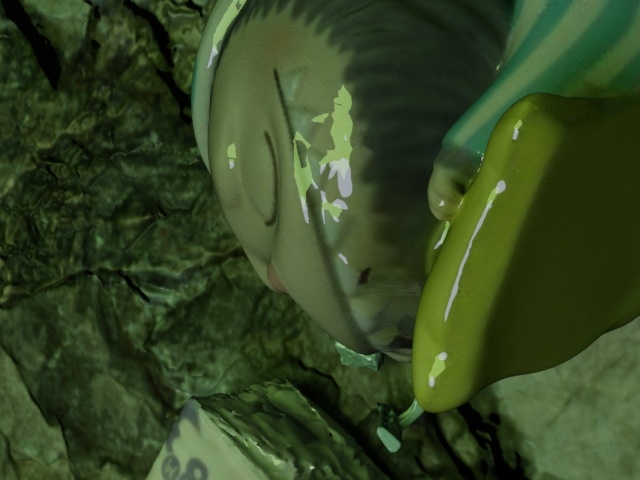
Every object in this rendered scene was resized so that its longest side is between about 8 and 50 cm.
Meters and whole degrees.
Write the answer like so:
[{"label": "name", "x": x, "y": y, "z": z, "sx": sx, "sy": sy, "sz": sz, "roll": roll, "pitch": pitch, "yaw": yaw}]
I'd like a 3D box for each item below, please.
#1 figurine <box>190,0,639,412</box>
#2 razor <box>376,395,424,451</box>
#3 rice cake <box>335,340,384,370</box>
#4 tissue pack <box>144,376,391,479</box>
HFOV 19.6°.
[{"label": "figurine", "x": 0.038, "y": -0.141, "z": 1.016, "sx": 0.378, "sy": 0.266, "sz": 0.361, "roll": 33, "pitch": 102, "yaw": 25}, {"label": "razor", "x": 0.072, "y": 0.036, "z": 1.163, "sx": 0.037, "sy": 0.068, "sz": 0.191, "roll": 13, "pitch": 98, "yaw": 0}, {"label": "rice cake", "x": 0.023, "y": -0.001, "z": 1.191, "sx": 0.033, "sy": 0.029, "sz": 0.170, "roll": -3, "pitch": 89, "yaw": 20}, {"label": "tissue pack", "x": -0.051, "y": 0.291, "z": 1.231, "sx": 0.242, "sy": 0.125, "sz": 0.343, "roll": 43, "pitch": 119, "yaw": 27}]
